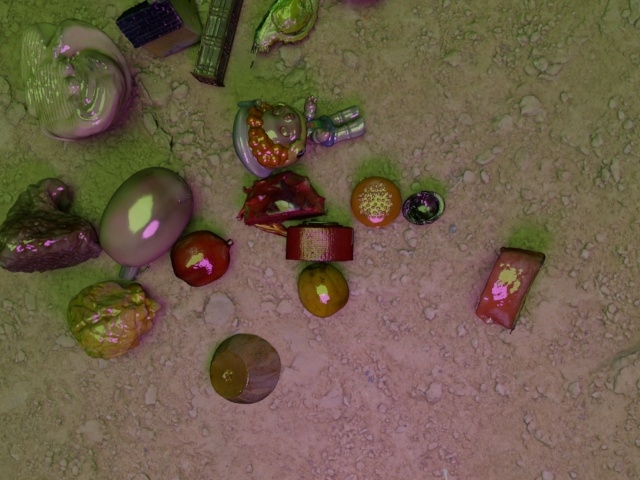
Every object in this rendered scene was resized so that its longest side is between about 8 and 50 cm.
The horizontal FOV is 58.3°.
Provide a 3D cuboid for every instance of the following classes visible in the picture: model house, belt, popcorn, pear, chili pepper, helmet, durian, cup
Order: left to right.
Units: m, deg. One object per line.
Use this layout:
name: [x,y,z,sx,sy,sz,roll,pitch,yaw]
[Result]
popcorn: [-0.613,0.237,1.697,0.259,0.259,0.212,22,116,5]
cup: [-0.578,0.081,1.773,0.054,0.075,0.083,27,97,42]
model house: [-0.485,-0.659,1.674,0.194,0.211,0.170,-15,88,17]
chili pepper: [-0.132,-0.037,1.736,0.178,0.027,0.045,22,96,6]
durian: [-0.087,-0.663,1.699,0.107,0.132,0.375,39,89,29]
belt: [0.000,0.000,1.667,0.201,0.128,0.124,2,90,-5]
pear: [0.008,0.142,1.660,0.149,0.149,0.162,-27,94,5]
helmet: [0.295,-0.095,1.674,0.123,0.070,0.098,-14,96,-6]

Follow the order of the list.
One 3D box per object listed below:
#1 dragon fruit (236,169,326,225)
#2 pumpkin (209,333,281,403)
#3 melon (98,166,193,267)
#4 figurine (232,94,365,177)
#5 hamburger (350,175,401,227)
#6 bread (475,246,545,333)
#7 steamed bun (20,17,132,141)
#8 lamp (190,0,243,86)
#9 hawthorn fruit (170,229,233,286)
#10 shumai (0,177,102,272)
dragon fruit: [-0.121,-0.140,1.676,0.274,0.126,0.161,-7,77,-4]
pumpkin: [-0.238,0.393,1.708,0.218,0.110,0.217,0,92,11]
melon: [-0.505,-0.072,1.672,0.223,0.223,0.317,35,83,5]
figurine: [-0.061,-0.290,1.660,0.382,0.205,0.224,0,65,-7]
hamburger: [0.160,-0.113,1.664,0.162,0.115,0.161,0,89,7]
bread: [0.524,0.130,1.598,0.123,0.190,0.244,22,95,19]
steamed bun: [-0.702,-0.471,1.688,0.352,0.247,0.339,-1,102,41]
lamp: [-0.302,-0.636,1.729,0.090,0.089,0.325,15,90,7]
hawthorn fruit: [-0.346,0.043,1.693,0.188,0.169,0.169,-36,86,5]
shumai: [-0.817,-0.056,1.673,0.267,0.314,0.262,-24,83,18]
